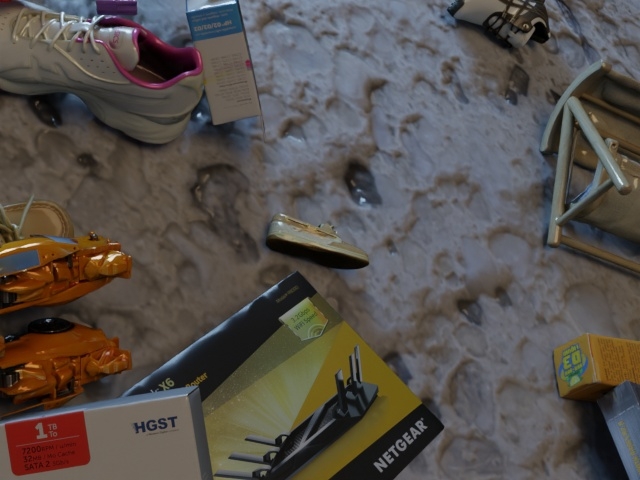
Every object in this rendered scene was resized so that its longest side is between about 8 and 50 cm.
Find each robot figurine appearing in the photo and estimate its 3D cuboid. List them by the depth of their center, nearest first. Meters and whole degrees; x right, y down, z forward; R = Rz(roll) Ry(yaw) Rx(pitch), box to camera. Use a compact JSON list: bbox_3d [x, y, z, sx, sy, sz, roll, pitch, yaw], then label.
[{"bbox_3d":[-0.308,0.088,0.963,0.291,0.085,0.211,-16,114,-46],"label":"robot figurine"}]

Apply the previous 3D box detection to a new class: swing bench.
[{"bbox_3d":[0.474,-0.094,1.568,0.253,0.165,0.254,20,51,-22],"label":"swing bench"}]

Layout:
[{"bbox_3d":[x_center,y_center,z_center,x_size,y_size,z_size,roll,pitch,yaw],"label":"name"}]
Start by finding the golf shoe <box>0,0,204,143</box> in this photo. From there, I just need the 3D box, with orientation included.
[{"bbox_3d":[-0.270,-0.217,1.173,0.306,0.140,0.115,18,59,-22],"label":"golf shoe"}]

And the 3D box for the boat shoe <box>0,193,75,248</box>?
[{"bbox_3d":[-0.350,0.029,1.020,0.285,0.089,0.104,-35,86,-40],"label":"boat shoe"}]

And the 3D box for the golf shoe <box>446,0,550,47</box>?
[{"bbox_3d":[0.286,-0.346,1.634,0.198,0.077,0.094,-8,70,-34],"label":"golf shoe"}]

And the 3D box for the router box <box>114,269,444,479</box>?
[{"bbox_3d":[-0.054,0.204,1.097,0.243,0.081,0.309,46,50,10],"label":"router box"}]

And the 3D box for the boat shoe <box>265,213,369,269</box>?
[{"bbox_3d":[0.000,0.000,1.284,0.135,0.050,0.045,18,63,-24],"label":"boat shoe"}]

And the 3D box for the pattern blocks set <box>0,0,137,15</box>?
[{"bbox_3d":[-0.217,-0.333,1.237,0.285,0.026,0.325,8,33,6],"label":"pattern blocks set"}]

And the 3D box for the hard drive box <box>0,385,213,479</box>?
[{"bbox_3d":[-0.180,0.257,0.918,0.181,0.089,0.232,-10,87,-1],"label":"hard drive box"}]

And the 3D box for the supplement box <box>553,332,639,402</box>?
[{"bbox_3d":[0.434,0.184,1.444,0.233,0.078,0.080,9,61,-29],"label":"supplement box"}]

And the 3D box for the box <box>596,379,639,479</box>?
[{"bbox_3d":[0.478,0.293,1.373,0.231,0.056,0.183,20,40,-36],"label":"box"}]

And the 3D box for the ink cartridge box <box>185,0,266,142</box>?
[{"bbox_3d":[-0.113,-0.211,1.259,0.062,0.181,0.104,-11,32,0],"label":"ink cartridge box"}]
